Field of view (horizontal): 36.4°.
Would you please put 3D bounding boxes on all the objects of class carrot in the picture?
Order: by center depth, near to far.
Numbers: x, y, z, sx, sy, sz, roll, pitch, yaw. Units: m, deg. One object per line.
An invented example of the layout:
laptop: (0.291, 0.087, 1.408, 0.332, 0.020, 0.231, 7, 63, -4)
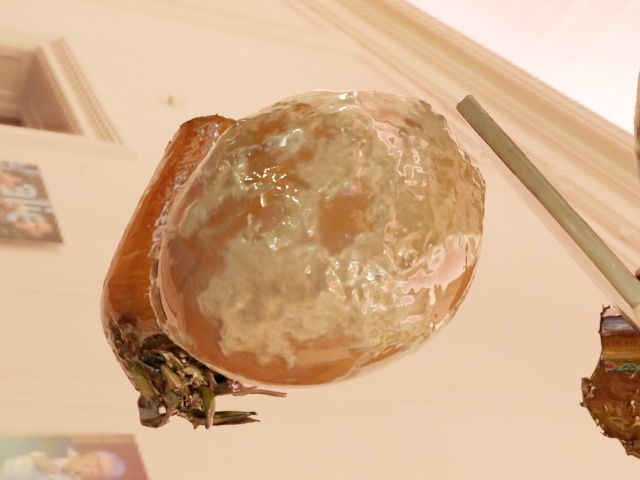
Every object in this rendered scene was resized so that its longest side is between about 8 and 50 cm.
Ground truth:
carrot: (-0.129, 0.057, 1.039, 0.214, 0.193, 0.331, 67, 31, -46)

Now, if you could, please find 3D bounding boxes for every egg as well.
egg: (0.000, 0.000, 0.639, 0.195, 0.233, 0.195, 52, -10, 13)

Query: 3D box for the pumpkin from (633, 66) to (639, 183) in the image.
pumpkin: (0.448, -0.126, 0.973, 0.241, 0.323, 0.323, 13, -83, 43)

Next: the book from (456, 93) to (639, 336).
book: (0.205, -0.011, 0.816, 0.022, 0.162, 0.232, -40, -122, 8)

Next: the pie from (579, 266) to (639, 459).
pie: (0.481, 0.142, 1.137, 0.103, 0.354, 0.289, -69, 162, -84)

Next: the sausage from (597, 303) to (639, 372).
sausage: (0.480, 0.095, 0.994, 0.371, 0.082, 0.082, -5, -102, 26)
